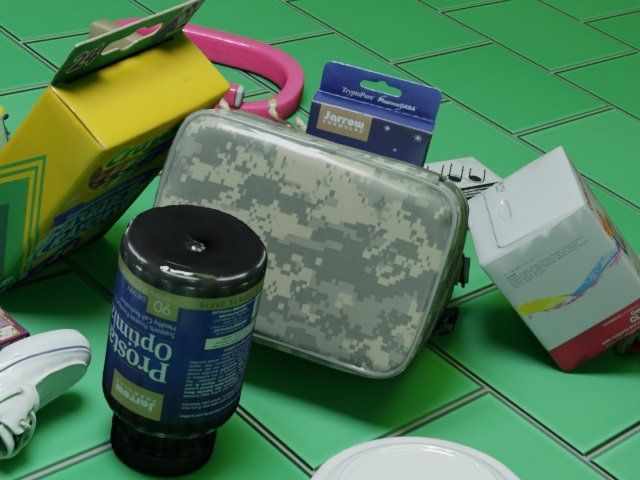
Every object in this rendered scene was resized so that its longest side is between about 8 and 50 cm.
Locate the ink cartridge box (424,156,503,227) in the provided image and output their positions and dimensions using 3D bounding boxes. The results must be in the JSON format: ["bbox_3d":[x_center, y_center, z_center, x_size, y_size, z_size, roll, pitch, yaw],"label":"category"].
[{"bbox_3d":[0.135,-0.051,1.631,0.207,0.046,0.097,-11,36,-33],"label":"ink cartridge box"}]

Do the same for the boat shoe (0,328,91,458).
[{"bbox_3d":[-0.279,0.154,1.120,0.226,0.083,0.076,-28,60,-33],"label":"boat shoe"}]

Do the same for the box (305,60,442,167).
[{"bbox_3d":[0.044,-0.078,1.463,0.136,0.225,0.036,15,31,5],"label":"box"}]

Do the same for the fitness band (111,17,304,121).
[{"bbox_3d":[-0.165,-0.239,1.824,0.291,0.054,0.209,15,30,2],"label":"fitness band"}]

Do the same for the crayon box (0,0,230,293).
[{"bbox_3d":[-0.223,-0.083,1.284,0.083,0.323,0.203,49,38,4],"label":"crayon box"}]

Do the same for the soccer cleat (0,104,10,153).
[{"bbox_3d":[-0.434,-0.163,1.590,0.121,0.093,0.289,31,14,-33],"label":"soccer cleat"}]

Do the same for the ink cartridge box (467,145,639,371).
[{"bbox_3d":[0.254,0.019,1.399,0.176,0.127,0.128,49,19,-28],"label":"ink cartridge box"}]

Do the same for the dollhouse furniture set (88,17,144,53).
[{"bbox_3d":[-0.224,-0.201,1.642,0.144,0.151,0.123,26,33,17],"label":"dollhouse furniture set"}]

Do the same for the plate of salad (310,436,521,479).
[{"bbox_3d":[0.085,0.236,1.136,0.200,0.048,0.200,1,27,-1],"label":"plate of salad"}]

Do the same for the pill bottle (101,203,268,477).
[{"bbox_3d":[-0.121,0.090,1.130,0.123,0.219,0.123,9,30,-5],"label":"pill bottle"}]

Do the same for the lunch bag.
[{"bbox_3d":[0.000,0.000,1.337,0.305,0.212,0.256,17,7,8],"label":"lunch bag"}]

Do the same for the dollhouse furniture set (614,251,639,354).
[{"bbox_3d":[0.466,0.087,1.485,0.259,0.135,0.262,17,29,-15],"label":"dollhouse furniture set"}]

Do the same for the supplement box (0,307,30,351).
[{"bbox_3d":[-0.317,0.099,1.213,0.055,0.043,0.083,34,37,32],"label":"supplement box"}]

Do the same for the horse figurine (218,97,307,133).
[{"bbox_3d":[-0.058,-0.114,1.636,0.263,0.066,0.174,-3,40,-38],"label":"horse figurine"}]
